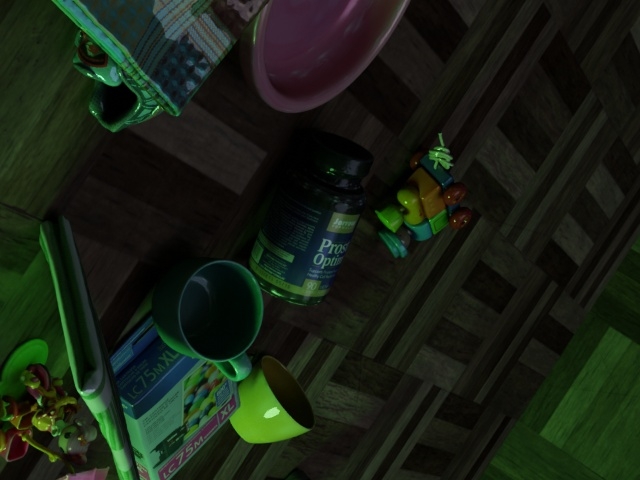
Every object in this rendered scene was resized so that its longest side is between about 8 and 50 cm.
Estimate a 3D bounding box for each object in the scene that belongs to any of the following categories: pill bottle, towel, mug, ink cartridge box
[{"bbox_3d":[-0.011,-0.032,1.968,0.123,0.123,0.219,-11,129,-58],"label":"pill bottle"},{"bbox_3d":[-0.155,-0.316,1.297,0.271,0.040,0.370,-52,136,-9],"label":"towel"},{"bbox_3d":[-0.153,0.099,1.851,0.129,0.097,0.157,4,91,-36],"label":"mug"},{"bbox_3d":[-0.255,0.157,1.638,0.038,0.248,0.325,-15,144,-9],"label":"towel"},{"bbox_3d":[-0.201,0.202,1.986,0.186,0.065,0.311,-45,152,-25],"label":"ink cartridge box"}]

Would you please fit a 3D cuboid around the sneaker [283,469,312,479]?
[{"bbox_3d":[-0.065,0.528,2.567,0.227,0.130,0.087,-44,151,-22],"label":"sneaker"}]

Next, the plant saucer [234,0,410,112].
[{"bbox_3d":[0.005,-0.313,1.696,0.332,0.084,0.332,-44,154,-28],"label":"plant saucer"}]

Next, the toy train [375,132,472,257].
[{"bbox_3d":[0.145,-0.071,2.263,0.143,0.105,0.248,-39,153,-7],"label":"toy train"}]

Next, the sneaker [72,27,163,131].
[{"bbox_3d":[-0.187,-0.207,1.442,0.125,0.104,0.262,-39,150,-31],"label":"sneaker"}]

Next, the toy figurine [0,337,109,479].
[{"bbox_3d":[-0.311,0.227,1.682,0.130,0.159,0.173,-8,127,-59],"label":"toy figurine"}]

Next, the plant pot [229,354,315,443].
[{"bbox_3d":[-0.086,0.257,2.212,0.095,0.134,0.134,-35,160,14],"label":"plant pot"}]
